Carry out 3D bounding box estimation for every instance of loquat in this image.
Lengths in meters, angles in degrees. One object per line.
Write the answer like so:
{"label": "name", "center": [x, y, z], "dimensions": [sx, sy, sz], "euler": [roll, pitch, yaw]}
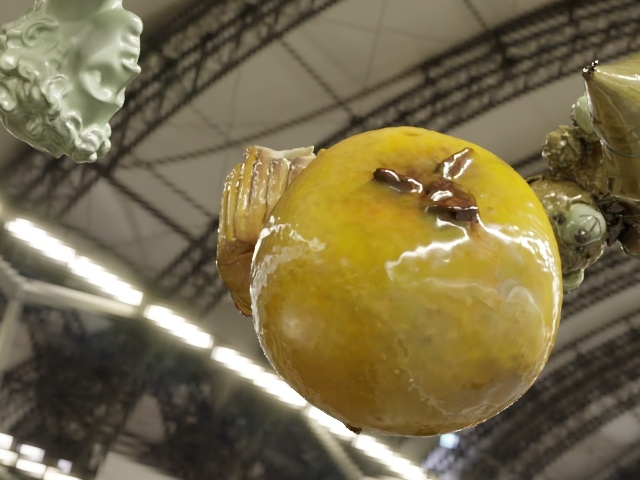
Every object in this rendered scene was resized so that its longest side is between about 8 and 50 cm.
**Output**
{"label": "loquat", "center": [0.084, 0.062, 1.641], "dimensions": [0.329, 0.328, 0.359], "euler": [14, -43, -2]}

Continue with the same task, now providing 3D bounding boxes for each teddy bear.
{"label": "teddy bear", "center": [0.375, -0.056, 2.198], "dimensions": [0.267, 0.256, 0.156], "euler": [51, -1, -9]}

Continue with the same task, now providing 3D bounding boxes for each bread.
{"label": "bread", "center": [0.000, 0.000, 1.934], "dimensions": [0.274, 0.149, 0.274], "euler": [12, -38, 9]}

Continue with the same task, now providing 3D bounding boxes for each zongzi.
{"label": "zongzi", "center": [0.367, -0.193, 1.729], "dimensions": [0.115, 0.228, 0.256], "euler": [15, -24, 38]}

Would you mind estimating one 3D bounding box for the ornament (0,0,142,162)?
{"label": "ornament", "center": [-0.191, -0.206, 1.278], "dimensions": [0.120, 0.285, 0.130], "euler": [3, 25, -44]}
